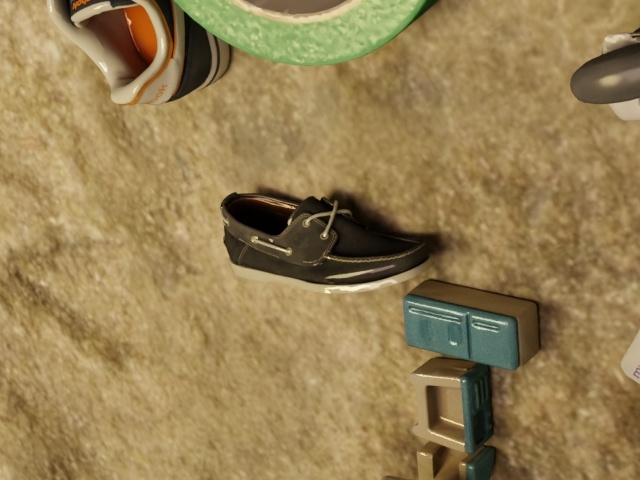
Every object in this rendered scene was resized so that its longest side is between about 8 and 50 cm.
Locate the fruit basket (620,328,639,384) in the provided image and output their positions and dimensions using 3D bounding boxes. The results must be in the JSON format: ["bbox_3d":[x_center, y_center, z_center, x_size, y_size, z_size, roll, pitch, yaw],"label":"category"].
[{"bbox_3d":[0.432,0.061,1.425,0.327,0.165,0.353,33,122,16],"label":"fruit basket"}]

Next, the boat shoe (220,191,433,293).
[{"bbox_3d":[0.000,0.000,1.770,0.233,0.084,0.079,8,118,38],"label":"boat shoe"}]

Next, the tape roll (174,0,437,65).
[{"bbox_3d":[-0.023,-0.309,1.606,0.321,0.077,0.321,15,123,24],"label":"tape roll"}]

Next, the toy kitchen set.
[{"bbox_3d":[0.110,0.170,1.714,0.122,0.166,0.207,11,119,34],"label":"toy kitchen set"}]

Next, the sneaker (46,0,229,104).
[{"bbox_3d":[-0.195,-0.278,1.752,0.126,0.127,0.321,-17,99,43],"label":"sneaker"}]

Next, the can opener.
[{"bbox_3d":[0.328,-0.123,1.441,0.283,0.095,0.076,1,114,38],"label":"can opener"}]
